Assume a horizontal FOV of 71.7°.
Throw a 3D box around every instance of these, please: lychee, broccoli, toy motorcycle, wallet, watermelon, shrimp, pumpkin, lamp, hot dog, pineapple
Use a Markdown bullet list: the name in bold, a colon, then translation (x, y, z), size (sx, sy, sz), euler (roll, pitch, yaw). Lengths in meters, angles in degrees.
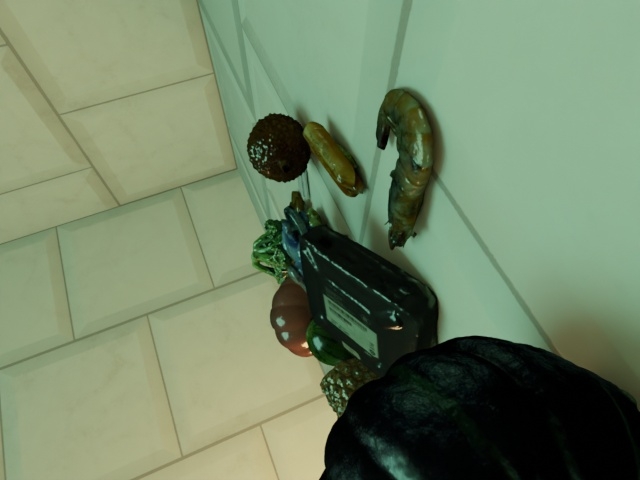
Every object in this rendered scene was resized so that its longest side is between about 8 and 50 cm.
- **lychee**: translation (-0.116, -0.256, 1.250), size (0.238, 0.199, 0.200), euler (-105, 4, -46)
- **broccoli**: translation (-0.168, 0.054, 1.899), size (0.265, 0.245, 0.295), euler (-11, -75, -83)
- **toy motorcycle**: translation (-0.026, 0.066, 1.254), size (0.319, 0.182, 0.241), euler (56, 139, 8)
- **wallet**: translation (-0.058, -0.197, 1.482), size (0.061, 0.025, 0.122), euler (52, 160, 37)
- **watermelon**: translation (0.059, 0.315, 1.441), size (0.188, 0.214, 0.188), euler (-41, 39, 45)
- **shrimp**: translation (0.126, -0.111, 0.736), size (0.296, 0.058, 0.169), euler (91, 163, -51)
- **pumpkin**: translation (0.168, 0.281, 0.435), size (0.364, 0.363, 0.266), euler (71, 162, -5)
- **lamp**: translation (-0.067, 0.274, 1.635), size (0.239, 0.305, 0.306), euler (-13, 100, 34)
- **hot dog**: translation (0.033, -0.183, 1.000), size (0.236, 0.062, 0.092), euler (58, 180, 28)
- **pineapple**: translation (0.150, 0.518, 1.299), size (0.362, 0.201, 0.202), euler (59, 165, 28)

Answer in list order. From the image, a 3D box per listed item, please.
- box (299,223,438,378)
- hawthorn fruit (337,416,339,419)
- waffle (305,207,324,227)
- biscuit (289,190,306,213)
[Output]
- **box**: translation (0.094, 0.163, 0.988), size (0.359, 0.091, 0.351), euler (33, 146, 35)
- **hawthorn fruit**: translation (0.164, 0.625, 1.504), size (0.202, 0.185, 0.185), euler (55, 166, 9)
- **waffle**: translation (0.003, -0.001, 1.448), size (0.204, 0.054, 0.224), euler (72, 176, -76)
- **biscuit**: translation (-0.084, -0.086, 1.657), size (0.301, 0.048, 0.197), euler (-146, 57, -78)
